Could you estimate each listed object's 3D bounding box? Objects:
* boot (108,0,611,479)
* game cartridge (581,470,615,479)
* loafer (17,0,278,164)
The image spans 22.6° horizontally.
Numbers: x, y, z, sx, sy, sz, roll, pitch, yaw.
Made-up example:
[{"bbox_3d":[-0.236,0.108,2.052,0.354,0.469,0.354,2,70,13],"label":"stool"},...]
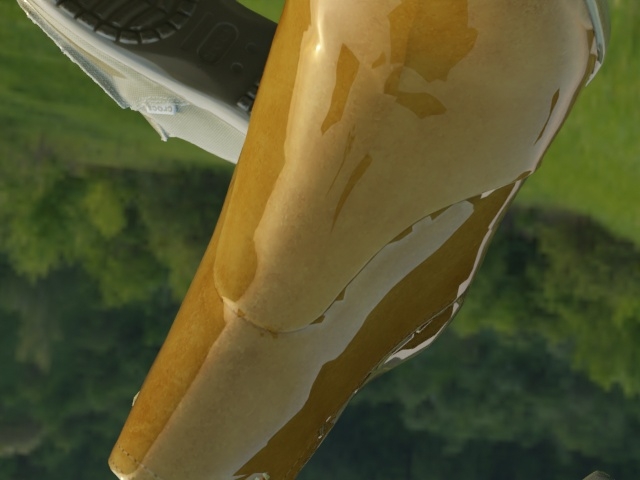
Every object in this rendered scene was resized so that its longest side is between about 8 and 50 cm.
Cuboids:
[{"bbox_3d":[-0.001,0.000,0.555,0.104,0.211,0.295,33,167,18],"label":"boot"},{"bbox_3d":[0.079,0.277,0.854,0.355,0.068,0.230,-32,-156,-14],"label":"game cartridge"},{"bbox_3d":[-0.094,-0.115,1.002,0.268,0.102,0.092,36,148,9],"label":"loafer"}]
